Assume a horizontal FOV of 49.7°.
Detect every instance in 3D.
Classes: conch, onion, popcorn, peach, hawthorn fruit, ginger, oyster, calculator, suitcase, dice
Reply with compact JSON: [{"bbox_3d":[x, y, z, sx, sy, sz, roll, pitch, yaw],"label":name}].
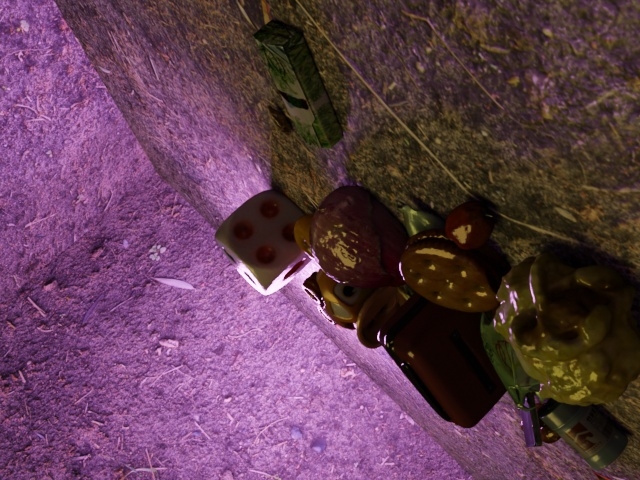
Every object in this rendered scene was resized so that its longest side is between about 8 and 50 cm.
[{"bbox_3d":[0.219,-0.009,1.401,0.180,0.065,0.088,51,167,-7],"label":"conch"},{"bbox_3d":[0.108,0.042,1.632,0.349,0.159,0.267,37,154,21],"label":"onion"},{"bbox_3d":[0.381,0.139,1.071,0.254,0.195,0.256,73,170,-50],"label":"popcorn"},{"bbox_3d":[0.000,0.000,2.023,0.179,0.103,0.179,42,168,11],"label":"peach"},{"bbox_3d":[0.264,-0.032,1.194,0.081,0.081,0.093,45,137,9],"label":"hawthorn fruit"},{"bbox_3d":[0.550,0.463,1.723,0.103,0.073,0.162,42,167,23],"label":"ginger"},{"bbox_3d":[-0.095,-0.285,1.649,0.051,0.034,0.093,57,-175,31],"label":"oyster"},{"bbox_3d":[0.478,0.397,1.596,0.261,0.021,0.161,53,-150,-71],"label":"calculator"},{"bbox_3d":[0.293,0.251,1.551,0.297,0.236,0.161,52,165,-24],"label":"suitcase"},{"bbox_3d":[-0.166,0.003,2.218,0.251,0.259,0.243,45,164,11],"label":"dice"}]

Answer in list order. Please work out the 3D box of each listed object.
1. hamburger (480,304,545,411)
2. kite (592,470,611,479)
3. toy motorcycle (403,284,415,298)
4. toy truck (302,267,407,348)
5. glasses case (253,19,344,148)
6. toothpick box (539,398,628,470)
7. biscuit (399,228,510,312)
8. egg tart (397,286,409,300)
[{"bbox_3d":[0.410,0.244,1.364,0.276,0.150,0.260,50,168,-14],"label":"hamburger"},{"bbox_3d":[0.810,0.690,1.709,0.327,0.013,0.377,40,167,29],"label":"kite"},{"bbox_3d":[0.257,0.138,1.721,0.193,0.061,0.124,43,177,42],"label":"toy motorcycle"},{"bbox_3d":[0.103,0.151,1.921,0.212,0.204,0.288,33,161,37],"label":"toy truck"},{"bbox_3d":[-0.041,-0.300,1.369,0.095,0.062,0.272,36,163,40],"label":"glasses case"},{"bbox_3d":[0.553,0.392,1.454,0.153,0.101,0.101,44,166,9],"label":"toothpick box"},{"bbox_3d":[0.259,0.061,1.345,0.221,0.066,0.220,22,152,12],"label":"biscuit"},{"bbox_3d":[0.246,0.152,1.815,0.105,0.039,0.105,45,-177,-4],"label":"egg tart"}]
